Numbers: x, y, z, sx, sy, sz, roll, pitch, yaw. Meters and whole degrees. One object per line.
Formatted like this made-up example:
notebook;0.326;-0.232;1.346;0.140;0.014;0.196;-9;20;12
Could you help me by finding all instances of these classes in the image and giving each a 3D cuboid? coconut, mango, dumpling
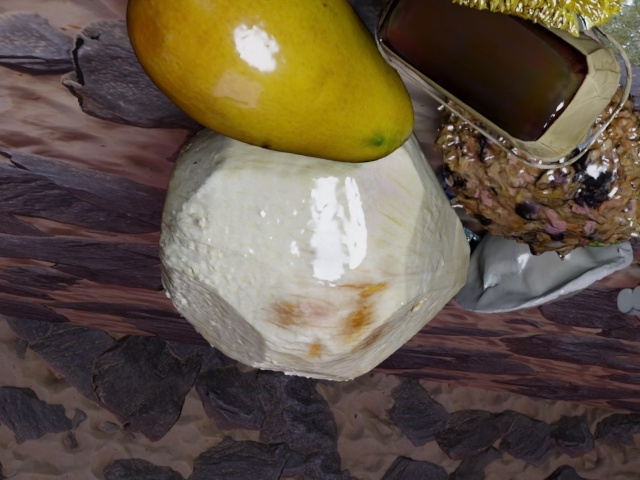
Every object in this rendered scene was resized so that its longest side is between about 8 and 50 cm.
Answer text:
coconut;0.000;0.000;1.005;0.416;0.344;0.415;9;162;3
mango;-0.035;-0.174;0.718;0.317;0.211;0.173;24;116;-44
dumpling;0.332;0.028;1.205;0.293;0.163;0.205;-10;172;42

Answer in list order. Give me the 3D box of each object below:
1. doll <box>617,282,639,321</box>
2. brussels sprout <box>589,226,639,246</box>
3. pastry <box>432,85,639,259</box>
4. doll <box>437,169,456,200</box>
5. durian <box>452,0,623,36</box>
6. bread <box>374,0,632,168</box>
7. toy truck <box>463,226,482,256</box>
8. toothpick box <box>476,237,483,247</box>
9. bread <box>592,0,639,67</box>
doll;0.729;0.133;1.515;0.291;0.129;0.161;8;162;-22
brussels sprout;0.397;-0.049;1.091;0.155;0.117;0.155;22;174;2
pastry;0.264;-0.108;0.894;0.275;0.192;0.275;29;160;11
doll;0.222;-0.083;1.140;0.114;0.057;0.227;9;166;8
durian;0.120;-0.249;0.529;0.238;0.193;0.137;3;139;-23
bread;0.163;-0.170;0.675;0.224;0.142;0.212;39;-156;12
toy truck;0.200;-0.007;1.306;0.115;0.080;0.178;33;-175;27
toothpick box;0.297;0.043;1.419;0.153;0.101;0.101;-10;156;41
bread;0.383;-0.222;0.704;0.267;0.040;0.267;6;162;2
